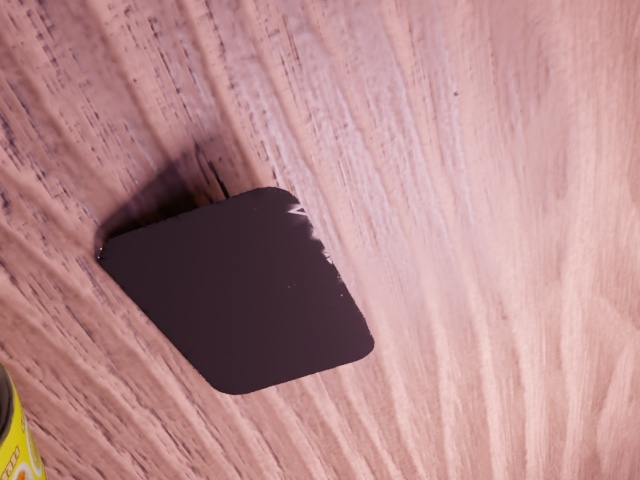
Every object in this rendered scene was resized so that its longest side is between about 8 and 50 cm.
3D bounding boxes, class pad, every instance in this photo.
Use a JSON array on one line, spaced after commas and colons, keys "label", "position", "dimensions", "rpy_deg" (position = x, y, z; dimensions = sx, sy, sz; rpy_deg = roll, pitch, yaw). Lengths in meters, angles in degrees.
[{"label": "pad", "position": [0.010, 0.014, 0.616], "dimensions": [0.323, 0.055, 0.250], "rpy_deg": [-32, 135, -4]}]

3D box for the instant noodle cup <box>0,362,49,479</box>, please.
[{"label": "instant noodle cup", "position": [-0.298, 0.206, 0.449], "dimensions": [0.311, 0.311, 0.221], "rpy_deg": [-9, 120, -24]}]
